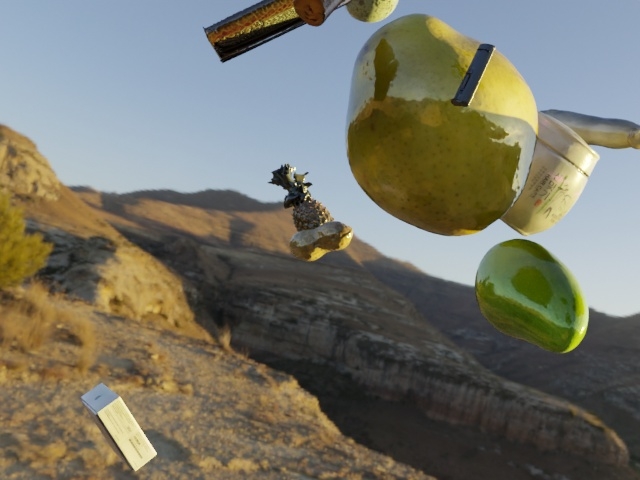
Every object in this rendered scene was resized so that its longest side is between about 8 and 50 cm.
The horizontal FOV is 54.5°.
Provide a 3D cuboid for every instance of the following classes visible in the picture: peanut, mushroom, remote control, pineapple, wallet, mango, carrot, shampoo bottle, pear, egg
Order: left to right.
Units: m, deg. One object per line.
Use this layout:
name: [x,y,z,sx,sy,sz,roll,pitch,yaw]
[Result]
wallet: [-0.060,-0.354,0.986,0.243,0.039,0.133,-24,1,0]
pineapple: [-0.054,-0.114,1.787,0.251,0.125,0.125,57,9,17]
peanut: [-0.001,0.002,1.561,0.192,0.089,0.089,-22,-26,33]
carrot: [0.023,-0.267,0.597,0.055,0.161,0.055,21,-33,15]
egg: [0.115,-0.586,1.477,0.132,0.132,0.172,16,2,-24]
pear: [0.220,-0.210,1.174,0.418,0.362,0.362,58,-14,-8]
remote control: [0.206,-0.226,0.844,0.016,0.091,0.034,25,1,-34]
shampoo bottle: [0.508,-0.172,1.518,0.273,0.266,0.273,32,18,-12]
mango: [0.421,0.115,1.250,0.156,0.192,0.343,32,15,-16]
mushroom: [0.722,-0.297,1.676,0.109,0.097,0.351,-4,16,-37]

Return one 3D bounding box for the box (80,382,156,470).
box: [-0.368,0.334,1.122,0.051,0.130,0.129,-34,17,-28]
